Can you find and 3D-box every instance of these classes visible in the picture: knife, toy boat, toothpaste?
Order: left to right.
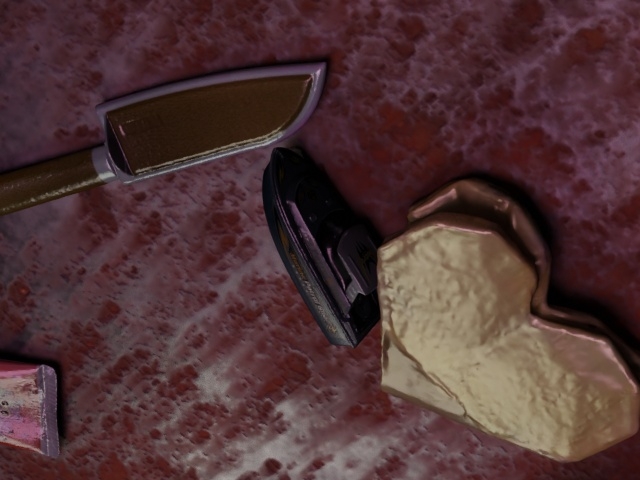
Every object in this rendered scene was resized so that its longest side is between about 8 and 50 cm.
[{"bbox_3d":[-0.318,0.116,1.314,0.234,0.057,0.089,10,121,12],"label":"toothpaste"},{"bbox_3d":[-0.135,-0.067,1.126,0.343,0.027,0.061,-13,108,31],"label":"knife"},{"bbox_3d":[0.000,0.000,1.082,0.060,0.055,0.141,-14,111,40],"label":"toy boat"}]

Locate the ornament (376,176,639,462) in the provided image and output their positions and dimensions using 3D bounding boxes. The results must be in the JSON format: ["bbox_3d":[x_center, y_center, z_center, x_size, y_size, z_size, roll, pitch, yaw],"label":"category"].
[{"bbox_3d":[0.105,0.069,1.073,0.180,0.059,0.201,-33,103,39],"label":"ornament"}]
